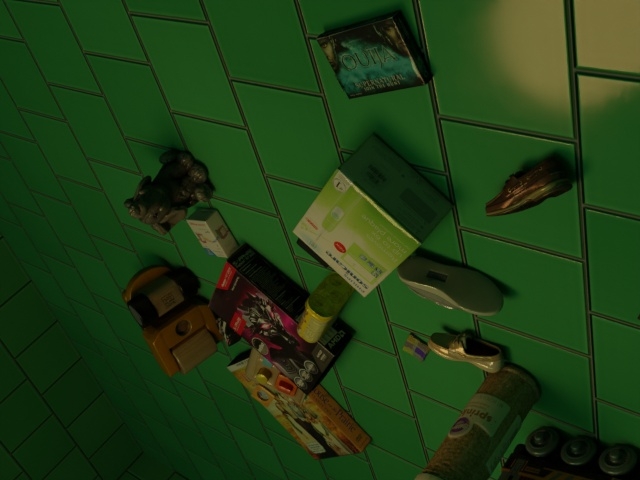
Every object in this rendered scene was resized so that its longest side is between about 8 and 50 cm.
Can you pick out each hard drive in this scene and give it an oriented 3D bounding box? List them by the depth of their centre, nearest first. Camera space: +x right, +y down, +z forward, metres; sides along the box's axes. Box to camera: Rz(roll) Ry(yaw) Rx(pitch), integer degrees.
[{"bbox_3d":[0.000,0.000,1.867,0.094,0.022,0.135,40,149,6],"label":"hard drive"}]

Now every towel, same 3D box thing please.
[{"bbox_3d":[0.223,0.250,1.928,0.060,0.009,0.083,35,148,12],"label":"towel"}]

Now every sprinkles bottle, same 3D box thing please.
[{"bbox_3d":[0.315,0.413,1.683,0.121,0.355,0.121,30,147,22],"label":"sprinkles bottle"}]

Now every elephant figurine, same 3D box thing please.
[{"bbox_3d":[-0.392,-0.097,1.988,0.169,0.239,0.186,20,143,33],"label":"elephant figurine"}]

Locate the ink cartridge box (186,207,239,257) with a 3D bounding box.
[{"bbox_3d":[-0.279,-0.020,2.137,0.088,0.052,0.122,5,131,47],"label":"ink cartridge box"}]

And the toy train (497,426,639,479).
[{"bbox_3d":[0.526,0.511,1.720,0.334,0.190,0.142,3,131,48],"label":"toy train"}]

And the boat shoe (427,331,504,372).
[{"bbox_3d":[0.308,0.223,1.752,0.170,0.063,0.059,15,138,24],"label":"boat shoe"}]

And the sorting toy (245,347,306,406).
[{"bbox_3d":[-0.120,0.370,2.332,0.196,0.047,0.348,27,129,10],"label":"sorting toy"}]

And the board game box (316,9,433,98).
[{"bbox_3d":[0.087,-0.306,1.387,0.186,0.026,0.126,-1,129,50],"label":"board game box"}]

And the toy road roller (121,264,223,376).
[{"bbox_3d":[-0.469,0.226,2.528,0.240,0.202,0.329,20,139,54],"label":"toy road roller"}]

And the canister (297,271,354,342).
[{"bbox_3d":[0.008,0.161,1.957,0.073,0.126,0.170,38,151,9],"label":"canister"}]

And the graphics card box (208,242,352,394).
[{"bbox_3d":[-0.112,0.207,2.143,0.371,0.094,0.233,40,140,9],"label":"graphics card box"}]

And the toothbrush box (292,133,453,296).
[{"bbox_3d":[0.094,-0.041,1.614,0.206,0.122,0.283,43,151,2],"label":"toothbrush box"}]

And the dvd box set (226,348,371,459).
[{"bbox_3d":[-0.072,0.489,2.509,0.420,0.062,0.307,48,147,-7],"label":"dvd box set"}]

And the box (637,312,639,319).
[{"bbox_3d":[0.575,0.103,1.323,0.094,0.027,0.137,31,147,22],"label":"box"}]

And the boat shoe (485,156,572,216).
[{"bbox_3d":[0.333,-0.084,1.352,0.178,0.064,0.060,-30,74,57],"label":"boat shoe"}]

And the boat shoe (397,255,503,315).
[{"bbox_3d":[0.261,0.095,1.645,0.227,0.079,0.081,22,164,29],"label":"boat shoe"}]

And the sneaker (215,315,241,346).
[{"bbox_3d":[-0.279,0.242,2.447,0.077,0.072,0.178,42,145,23],"label":"sneaker"}]
